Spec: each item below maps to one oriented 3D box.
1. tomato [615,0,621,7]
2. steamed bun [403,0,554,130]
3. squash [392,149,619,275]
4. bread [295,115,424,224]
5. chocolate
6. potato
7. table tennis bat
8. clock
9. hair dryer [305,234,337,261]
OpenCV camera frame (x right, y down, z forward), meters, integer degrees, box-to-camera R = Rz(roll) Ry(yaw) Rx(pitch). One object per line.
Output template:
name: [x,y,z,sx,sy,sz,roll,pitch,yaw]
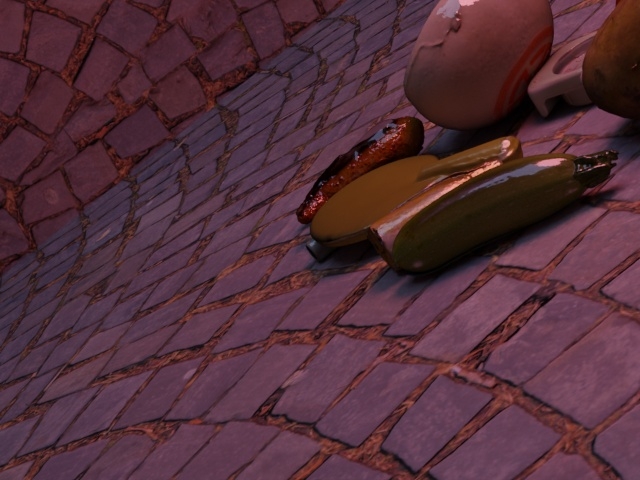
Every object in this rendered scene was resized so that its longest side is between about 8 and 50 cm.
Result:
tomato: [0.515,-0.310,1.790,0.174,0.166,0.082,-13,67,56]
steamed bun: [0.272,-0.299,2.042,0.283,0.177,0.283,-51,-16,-21]
squash: [0.237,-0.051,1.677,0.340,0.094,0.094,-28,19,26]
bread: [0.069,-0.113,2.153,0.269,0.095,0.139,-45,4,9]
chocolate: [0.174,-0.043,1.805,0.219,0.086,0.085,-32,17,-6]
potato: [0.462,-0.255,1.656,0.266,0.229,0.229,-38,10,49]
table tennis bat: [0.143,-0.082,1.946,0.368,0.054,0.224,-19,24,30]
clock: [0.418,-0.263,1.935,0.191,0.062,0.151,-13,28,49]
hair dryer: [0.000,0.000,2.071,0.063,0.038,0.124,-36,10,-10]
